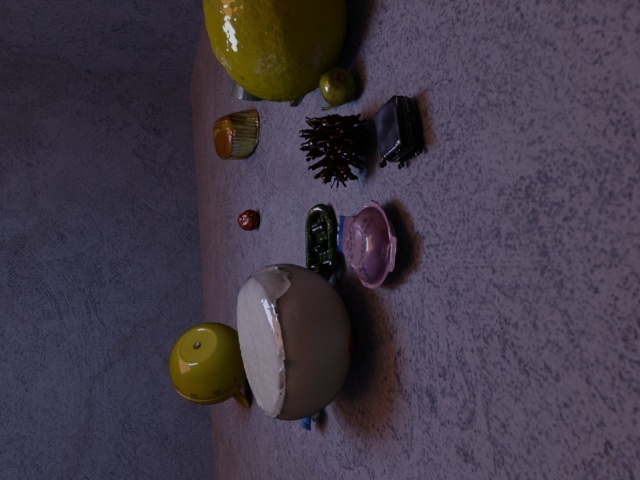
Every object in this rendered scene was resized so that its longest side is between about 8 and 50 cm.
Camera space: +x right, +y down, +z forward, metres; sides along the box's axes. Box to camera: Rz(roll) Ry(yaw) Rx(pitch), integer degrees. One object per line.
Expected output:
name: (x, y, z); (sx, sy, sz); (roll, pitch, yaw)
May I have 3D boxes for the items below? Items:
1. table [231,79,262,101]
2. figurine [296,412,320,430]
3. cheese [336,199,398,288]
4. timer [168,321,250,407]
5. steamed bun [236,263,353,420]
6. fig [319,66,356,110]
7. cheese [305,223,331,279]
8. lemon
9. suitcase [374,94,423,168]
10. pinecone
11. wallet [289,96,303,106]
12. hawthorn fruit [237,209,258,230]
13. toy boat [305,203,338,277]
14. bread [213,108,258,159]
table: (-0.268, -0.659, 1.753); (0.126, 0.126, 0.220); (-126, 42, -54)
figurine: (-0.036, 0.484, 1.285); (0.114, 0.079, 0.114); (178, 90, -84)
cheese: (0.092, 0.004, 0.994); (0.286, 0.074, 0.189); (-159, 72, -69)
timer: (-0.461, 0.542, 1.966); (0.387, 0.376, 0.376); (79, 171, -46)
steamed bun: (-0.053, 0.234, 1.109); (0.374, 0.241, 0.374); (19, 111, 61)
fig: (0.038, -0.373, 1.126); (0.166, 0.093, 0.093); (-116, 30, -80)
cheese: (-0.015, 0.025, 1.282); (0.097, 0.037, 0.192); (125, 140, -49)
lemon: (-0.101, -0.513, 1.131); (0.364, 0.364, 0.364); (180, 90, -66)
suitcase: (0.149, -0.210, 0.881); (0.086, 0.059, 0.126); (147, 120, -60)
pinecone: (0.034, -0.200, 1.030); (0.163, 0.163, 0.165); (-154, 57, -64)
wallet: (-0.079, -0.511, 1.430); (0.118, 0.039, 0.152); (147, 117, -65)
hawthorn fruit: (-0.291, -0.085, 1.856); (0.093, 0.093, 0.093); (180, 90, -66)
toy boat: (0.000, 0.000, 1.203); (0.104, 0.052, 0.210); (-21, 60, 35)
bread: (-0.372, -0.452, 1.952); (0.288, 0.156, 0.204); (-171, 80, -65)
